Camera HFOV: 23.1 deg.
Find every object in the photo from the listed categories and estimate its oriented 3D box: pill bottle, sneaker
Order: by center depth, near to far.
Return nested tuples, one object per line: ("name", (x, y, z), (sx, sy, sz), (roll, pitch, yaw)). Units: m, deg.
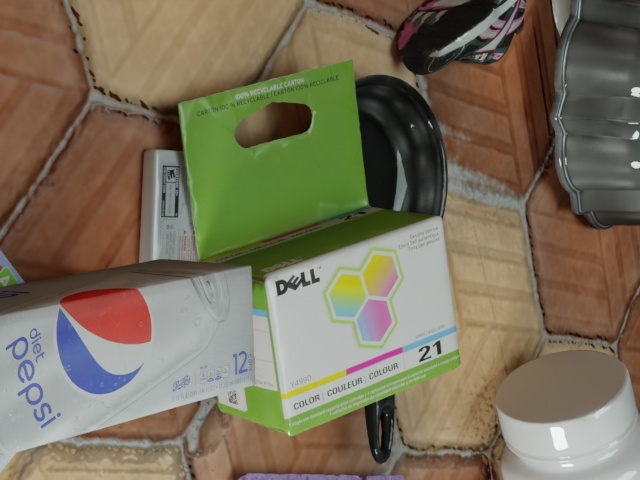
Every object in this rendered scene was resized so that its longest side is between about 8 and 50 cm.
("sneaker", (0.145, -0.192, 1.464), (0.178, 0.072, 0.077), (-37, 131, -34))
("pill bottle", (0.273, 0.264, 1.586), (0.160, 0.160, 0.283), (-38, 121, -40))

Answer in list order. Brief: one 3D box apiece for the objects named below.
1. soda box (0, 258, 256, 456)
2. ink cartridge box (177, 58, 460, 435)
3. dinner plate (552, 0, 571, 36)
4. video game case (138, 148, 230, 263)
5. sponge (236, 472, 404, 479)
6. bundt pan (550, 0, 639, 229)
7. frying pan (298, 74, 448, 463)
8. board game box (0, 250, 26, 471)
("soda box", (-0.173, 0.075, 1.047), (0.286, 0.098, 0.091), (-10, 101, -48))
("ink cartridge box", (0.000, 0.000, 1.244), (0.189, 0.097, 0.255), (-19, 109, -36))
("dinner plate", (0.289, -0.262, 1.658), (0.141, 0.017, 0.141), (-9, 102, -49))
("video game case", (-0.088, 0.009, 1.254), (0.143, 0.019, 0.157), (1, 93, -49))
("sponge", (0.016, 0.259, 1.347), (0.210, 0.031, 0.117), (10, 53, -49))
("bundt pan", (0.374, -0.165, 1.653), (0.331, 0.124, 0.330), (-18, 113, -51))
("frying pan", (0.057, 0.010, 1.394), (0.197, 0.053, 0.326), (-36, 121, -39))
("board game box", (-0.267, 0.105, 1.045), (0.211, 0.039, 0.160), (-55, 131, -31))
